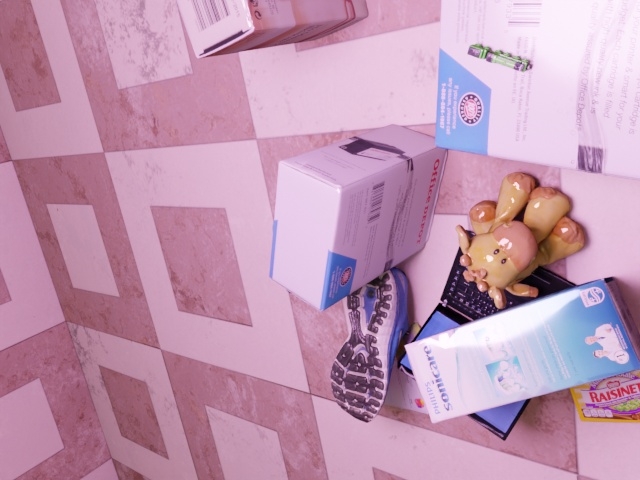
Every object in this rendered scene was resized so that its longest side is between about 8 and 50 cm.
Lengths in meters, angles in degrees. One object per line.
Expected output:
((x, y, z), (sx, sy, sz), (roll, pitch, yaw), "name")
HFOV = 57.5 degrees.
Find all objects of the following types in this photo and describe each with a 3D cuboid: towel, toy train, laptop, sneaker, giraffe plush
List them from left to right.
((0.120, 0.206, 1.168), (0.129, 0.147, 0.330), (19, 103, 35), "sneaker")
((0.180, 0.213, 1.198), (0.083, 0.009, 0.060), (-43, 49, 22), "towel")
((0.290, 0.160, 1.022), (0.234, 0.136, 0.265), (31, 128, 27), "laptop")
((0.225, -0.232, 0.740), (0.083, 0.023, 0.017), (32, 129, 30), "toy train")
((0.285, 0.010, 0.906), (0.181, 0.170, 0.210), (37, 117, 24), "giraffe plush")

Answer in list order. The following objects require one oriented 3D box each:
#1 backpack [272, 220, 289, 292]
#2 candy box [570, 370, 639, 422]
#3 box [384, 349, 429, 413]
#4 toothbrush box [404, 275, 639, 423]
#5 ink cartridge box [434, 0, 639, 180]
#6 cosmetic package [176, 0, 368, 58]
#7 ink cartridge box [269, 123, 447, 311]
((-0.024, 0.021, 1.150), (0.151, 0.115, 0.182), (13, 115, 40), "backpack")
((0.510, 0.244, 0.944), (0.205, 0.027, 0.105), (-16, 95, 44), "candy box")
((0.152, 0.293, 1.277), (0.186, 0.038, 0.145), (-1, 108, 43), "box")
((0.311, 0.161, 0.880), (0.295, 0.216, 0.126), (-26, 75, 27), "toothbrush box")
((0.363, -0.245, 0.746), (0.394, 0.166, 0.286), (18, 121, 36), "ink cartridge box")
((-0.073, -0.400, 0.969), (0.153, 0.296, 0.129), (-7, 106, 44), "cosmetic package")
((0.069, -0.052, 0.999), (0.129, 0.307, 0.223), (28, 126, 32), "ink cartridge box")
